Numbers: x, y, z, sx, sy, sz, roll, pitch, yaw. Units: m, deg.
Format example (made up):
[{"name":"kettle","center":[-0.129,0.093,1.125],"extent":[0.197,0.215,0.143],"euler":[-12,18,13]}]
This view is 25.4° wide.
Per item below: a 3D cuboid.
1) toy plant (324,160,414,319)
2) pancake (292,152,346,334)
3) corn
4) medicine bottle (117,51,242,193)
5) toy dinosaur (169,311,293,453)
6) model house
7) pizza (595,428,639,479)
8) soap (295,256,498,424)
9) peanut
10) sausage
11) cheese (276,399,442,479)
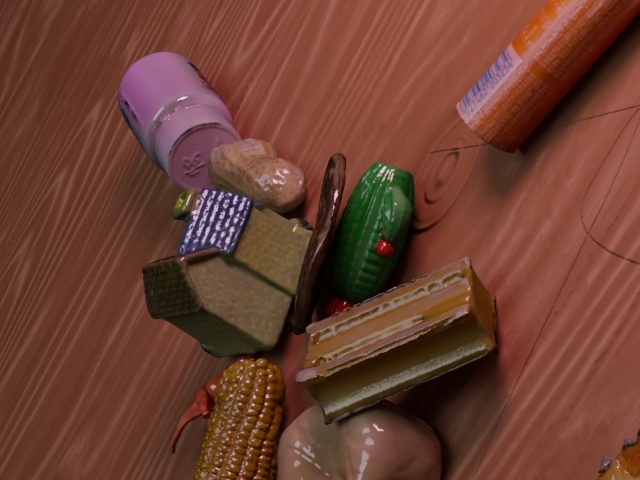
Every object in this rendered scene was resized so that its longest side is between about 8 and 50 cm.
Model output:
[{"name":"toy plant","center":[0.056,0.010,1.867],"extent":[0.155,0.088,0.240],"euler":[-105,36,-56]},{"name":"pancake","center":[-0.001,0.000,1.881],"extent":[0.250,0.031,0.250],"euler":[13,-90,-90]},{"name":"corn","center":[-0.116,0.335,1.890],"extent":[0.120,0.120,0.363],"euler":[-6,68,52]},{"name":"medicine bottle","center":[-0.223,-0.188,2.279],"extent":[0.152,0.152,0.254],"euler":[-56,37,17]},{"name":"toy dinosaur","center":[-0.128,0.210,2.024],"extent":[0.279,0.055,0.101],"euler":[-38,43,16]},{"name":"model house","center":[-0.147,0.031,2.009],"extent":[0.195,0.189,0.214],"euler":[-7,57,52]},{"name":"pizza","center":[0.324,0.261,1.394],"extent":[0.194,0.069,0.154],"euler":[-39,44,44]},{"name":"soap","center":[0.091,0.118,1.680],"extent":[0.233,0.076,0.135],"euler":[-23,23,18]},{"name":"peanut","center":[-0.091,-0.093,2.108],"extent":[0.098,0.090,0.214],"euler":[-31,34,-19]},{"name":"sausage","center":[0.294,-0.245,1.679],"extent":[0.312,0.093,0.093],"euler":[-49,39,24]},{"name":"cheese","center":[0.043,0.282,1.710],"extent":[0.218,0.117,0.235],"euler":[-45,44,26]}]
